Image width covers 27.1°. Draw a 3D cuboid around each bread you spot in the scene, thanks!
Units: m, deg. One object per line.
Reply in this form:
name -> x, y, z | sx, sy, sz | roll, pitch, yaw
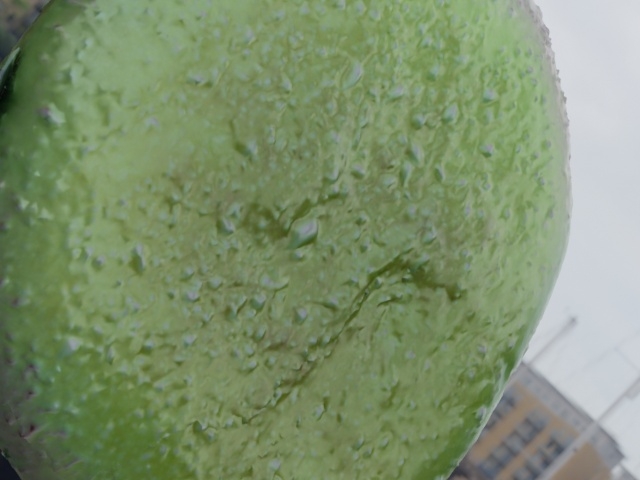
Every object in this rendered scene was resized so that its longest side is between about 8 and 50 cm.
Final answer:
bread -> -0.002, -0.005, 0.523 | 0.045, 0.301, 0.301 | 18, -25, 49
